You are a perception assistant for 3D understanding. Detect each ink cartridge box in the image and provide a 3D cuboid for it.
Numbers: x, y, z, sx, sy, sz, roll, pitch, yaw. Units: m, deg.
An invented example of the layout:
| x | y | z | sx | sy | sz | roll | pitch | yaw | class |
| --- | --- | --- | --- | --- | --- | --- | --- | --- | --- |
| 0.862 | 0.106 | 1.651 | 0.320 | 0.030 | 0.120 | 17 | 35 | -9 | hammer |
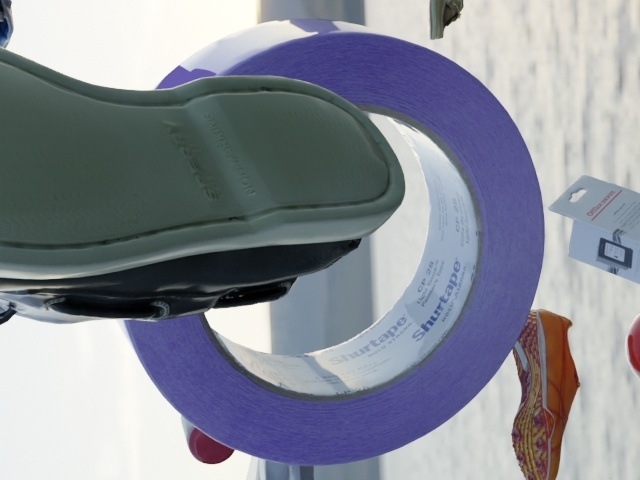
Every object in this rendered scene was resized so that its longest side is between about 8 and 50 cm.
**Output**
| x | y | z | sx | sy | sz | roll | pitch | yaw | class |
| --- | --- | --- | --- | --- | --- | --- | --- | --- | --- |
| 0.376 | -0.008 | 1.834 | 0.104 | 0.180 | 0.060 | -38 | -39 | -42 | ink cartridge box |

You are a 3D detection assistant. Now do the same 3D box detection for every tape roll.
| x | y | z | sx | sy | sz | roll | pitch | yaw | class |
| --- | --- | --- | --- | --- | --- | --- | --- | --- | --- |
| 0.000 | 0.000 | 0.953 | 0.090 | 0.275 | 0.274 | -142 | 48 | -68 | tape roll |

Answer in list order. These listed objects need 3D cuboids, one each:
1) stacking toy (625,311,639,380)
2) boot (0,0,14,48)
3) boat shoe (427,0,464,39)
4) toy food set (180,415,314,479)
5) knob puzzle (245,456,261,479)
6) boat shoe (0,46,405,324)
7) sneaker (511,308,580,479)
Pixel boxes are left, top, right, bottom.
| x | y | z | sx | sy | sz | roll | pitch | yaw | class |
| --- | --- | --- | --- | --- | --- | --- | --- | --- | --- |
| 0.373 | 0.049 | 1.283 | 0.330 | 0.141 | 0.141 | 134 | 139 | -60 | stacking toy |
| -0.281 | -0.244 | 1.280 | 0.258 | 0.095 | 0.123 | 123 | 142 | -55 | boot |
| 0.162 | -0.305 | 1.926 | 0.050 | 0.045 | 0.135 | 93 | -175 | -47 | boat shoe |
| -0.056 | 0.216 | 1.188 | 0.104 | 0.111 | 0.232 | -123 | 31 | -69 | toy food set |
| -0.056 | 0.271 | 1.398 | 0.213 | 0.030 | 0.213 | -171 | 90 | -84 | knob puzzle |
| -0.119 | -0.013 | 0.668 | 0.113 | 0.340 | 0.127 | -49 | 60 | 38 | boat shoe |
| 0.223 | 0.153 | 1.441 | 0.064 | 0.067 | 0.175 | -15 | 69 | 60 | sneaker |
